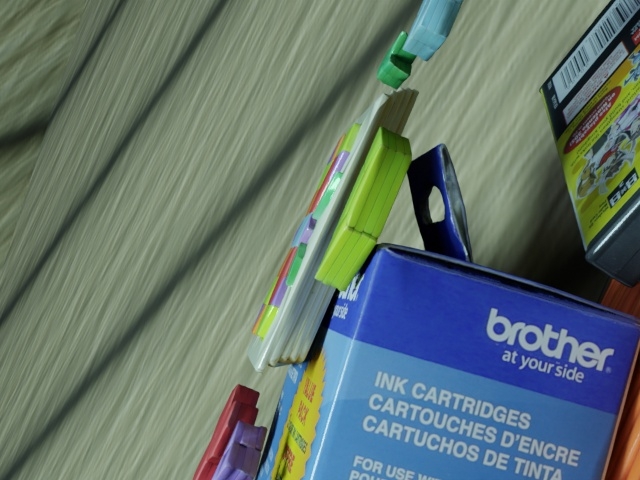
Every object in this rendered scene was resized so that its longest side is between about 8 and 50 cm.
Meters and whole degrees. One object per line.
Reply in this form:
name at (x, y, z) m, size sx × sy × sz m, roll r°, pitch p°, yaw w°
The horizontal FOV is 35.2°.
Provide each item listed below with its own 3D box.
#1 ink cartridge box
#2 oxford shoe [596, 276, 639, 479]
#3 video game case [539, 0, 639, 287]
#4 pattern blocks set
ink cartridge box at (0.044, 0.148, 0.604) m, size 0.270 × 0.151 × 0.395 m, roll 163°, pitch 126°, yaw -83°
oxford shoe at (0.218, 0.106, 0.467) m, size 0.363 × 0.133 × 0.130 m, roll -95°, pitch 22°, yaw -66°
video game case at (0.231, -0.137, 0.561) m, size 0.275 × 0.035 × 0.248 m, roll -53°, pitch 12°, yaw 27°
pattern blocks set at (0.000, 0.000, 0.612) m, size 0.285 × 0.026 × 0.324 m, roll 129°, pitch 165°, yaw -69°
